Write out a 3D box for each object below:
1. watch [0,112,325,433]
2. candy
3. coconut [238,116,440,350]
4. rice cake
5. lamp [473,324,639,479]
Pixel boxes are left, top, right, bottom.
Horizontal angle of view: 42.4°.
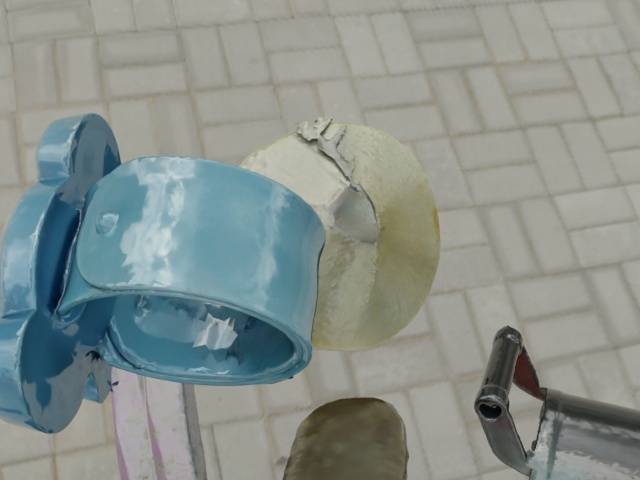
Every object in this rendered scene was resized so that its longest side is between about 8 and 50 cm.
[{"bbox_3d":[-0.095,0.029,0.538,0.193,0.211,0.211,2,63,7],"label":"watch"},{"bbox_3d":[0.020,0.213,0.655,0.102,0.234,0.104,4,104,2],"label":"candy"},{"bbox_3d":[0.000,0.000,1.071,0.323,0.323,0.323,4,64,-8],"label":"coconut"},{"bbox_3d":[-0.194,0.245,1.004,0.106,0.050,0.298,-12,83,11],"label":"rice cake"},{"bbox_3d":[0.367,0.294,1.005,0.272,0.374,0.205,-8,22,24],"label":"lamp"}]
